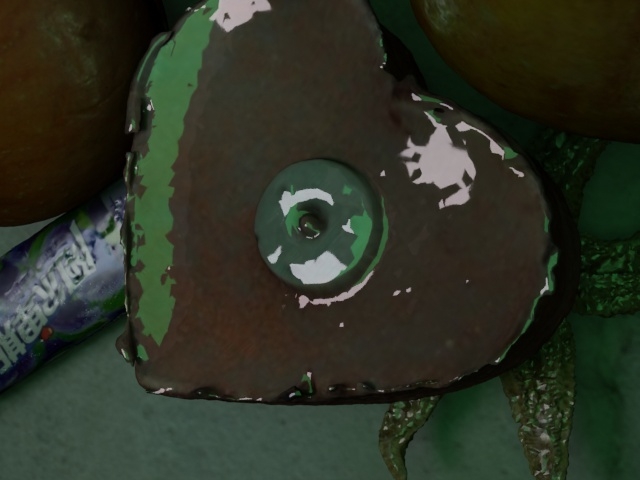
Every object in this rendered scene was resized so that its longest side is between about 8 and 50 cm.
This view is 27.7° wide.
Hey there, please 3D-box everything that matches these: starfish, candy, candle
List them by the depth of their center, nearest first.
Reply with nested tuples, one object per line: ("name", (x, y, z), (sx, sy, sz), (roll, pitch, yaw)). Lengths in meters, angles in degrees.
("candle", (0.000, 0.000, 0.851), (0.317, 0.131, 0.287), (42, 97, 24))
("starfish", (0.144, 0.035, 0.898), (0.299, 0.060, 0.302), (15, 87, 16))
("candy", (-0.214, 0.047, 0.989), (0.312, 0.061, 0.088), (-32, 85, 12))

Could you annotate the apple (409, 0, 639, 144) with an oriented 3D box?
("apple", (0.217, -0.240, 0.761), (0.400, 0.333, 0.400), (0, 76, 1))

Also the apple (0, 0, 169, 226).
("apple", (-0.241, -0.141, 0.893), (0.251, 0.272, 0.206), (25, 55, 17))
